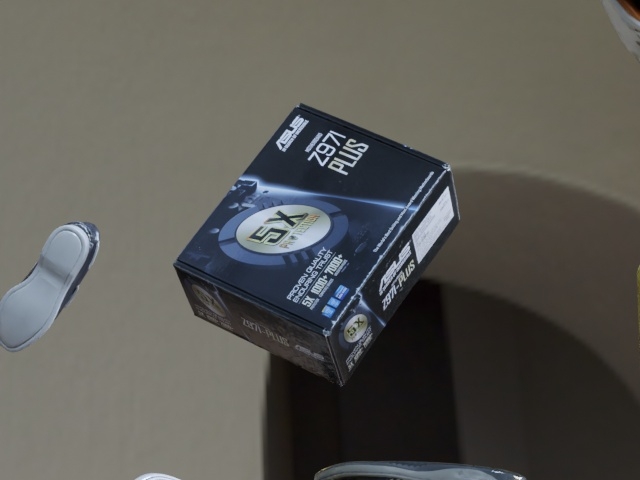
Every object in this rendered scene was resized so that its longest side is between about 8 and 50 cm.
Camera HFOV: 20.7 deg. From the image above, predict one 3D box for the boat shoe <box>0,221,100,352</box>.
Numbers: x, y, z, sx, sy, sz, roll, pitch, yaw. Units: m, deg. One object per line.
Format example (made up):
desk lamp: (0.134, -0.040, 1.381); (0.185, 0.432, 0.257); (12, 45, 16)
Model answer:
boat shoe: (-0.217, 0.036, 1.396); (0.125, 0.046, 0.038); (-58, -11, 20)

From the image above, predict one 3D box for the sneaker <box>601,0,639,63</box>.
sneaker: (0.210, -0.153, 1.081); (0.106, 0.123, 0.290); (4, -26, 21)

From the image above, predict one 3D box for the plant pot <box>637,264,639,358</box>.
plant pot: (0.418, 0.118, 1.510); (0.212, 0.212, 0.187); (-2, 0, -33)

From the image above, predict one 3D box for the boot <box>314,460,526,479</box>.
boot: (0.086, 0.305, 1.685); (0.236, 0.178, 0.085); (-5, -14, 38)

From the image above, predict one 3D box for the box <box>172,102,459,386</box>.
box: (0.000, 0.000, 1.370); (0.147, 0.180, 0.077); (25, -27, 27)

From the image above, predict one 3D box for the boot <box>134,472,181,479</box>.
boot: (-0.113, 0.309, 1.813); (0.190, 0.069, 0.086); (40, -15, -22)
